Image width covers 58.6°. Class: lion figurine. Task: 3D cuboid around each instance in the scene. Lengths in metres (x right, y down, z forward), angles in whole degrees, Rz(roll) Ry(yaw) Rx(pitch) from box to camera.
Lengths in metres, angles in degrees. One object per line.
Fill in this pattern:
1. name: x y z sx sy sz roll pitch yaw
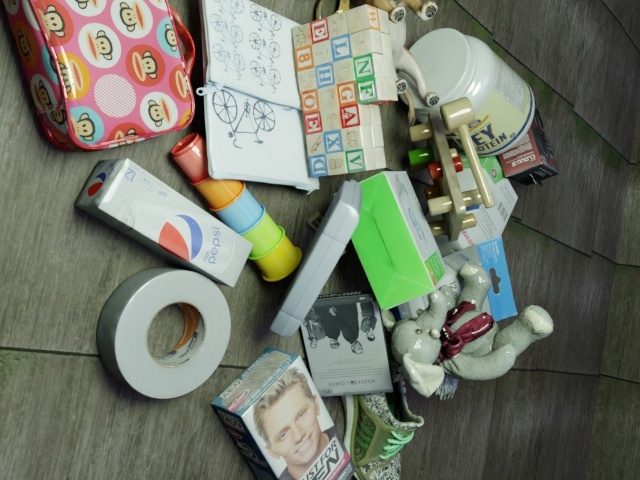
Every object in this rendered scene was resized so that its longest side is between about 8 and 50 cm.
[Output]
1. lion figurine: 0.152 -0.461 1.246 0.142 0.240 0.392 -19 138 -14

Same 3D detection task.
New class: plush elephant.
1. plush elephant: 0.265 0.202 1.240 0.256 0.271 0.329 17 113 -32

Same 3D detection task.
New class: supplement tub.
1. supplement tub: 0.368 -0.366 1.440 0.325 0.236 0.235 17 82 -44

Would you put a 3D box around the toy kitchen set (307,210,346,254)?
1. toy kitchen set: 0.000 0.000 1.238 0.068 0.083 0.075 -36 129 13

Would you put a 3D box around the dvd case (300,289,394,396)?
1. dvd case: 0.054 0.228 1.244 0.029 0.180 0.238 -60 141 -68

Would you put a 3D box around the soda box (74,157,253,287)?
1. soda box: -0.253 -0.023 0.962 0.286 0.098 0.091 39 68 -40

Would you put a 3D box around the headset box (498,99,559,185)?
1. headset box: 0.584 -0.294 1.657 0.218 0.110 0.292 4 69 -55

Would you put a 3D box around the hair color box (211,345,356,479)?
1. hair color box: -0.065 0.412 1.186 0.174 0.105 0.347 -42 121 -34

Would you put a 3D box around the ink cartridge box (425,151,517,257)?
1. ink cartridge box: 0.417 -0.075 1.597 0.211 0.122 0.289 48 62 -36

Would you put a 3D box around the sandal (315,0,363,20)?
1. sandal: 0.056 -0.503 1.249 0.180 0.049 0.072 -26 113 -41

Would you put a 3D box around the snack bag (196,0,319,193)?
1. snack bag: -0.102 -0.266 1.069 0.323 0.037 0.342 0 88 -55

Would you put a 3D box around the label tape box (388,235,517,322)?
1. label tape box: 0.356 0.169 1.463 0.348 0.115 0.249 -20 111 -7

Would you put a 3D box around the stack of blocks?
1. stack of blocks: 0.055 -0.281 1.117 0.087 0.171 0.296 -16 101 -56

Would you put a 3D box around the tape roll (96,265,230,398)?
1. tape roll: -0.265 0.156 0.986 0.219 0.072 0.219 -6 99 -45

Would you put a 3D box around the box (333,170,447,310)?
1. box: 0.159 -0.009 1.243 0.261 0.127 0.231 67 21 2

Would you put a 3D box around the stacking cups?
1. stacking cups: -0.150 -0.064 1.067 0.096 0.096 0.316 -51 125 -28

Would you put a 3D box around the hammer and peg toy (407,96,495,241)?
1. hammer and peg toy: 0.284 -0.152 1.302 0.361 0.128 0.265 59 19 -73

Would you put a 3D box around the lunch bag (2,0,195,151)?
1. lunch bag: -0.310 -0.293 0.862 0.258 0.120 0.292 -24 110 -41

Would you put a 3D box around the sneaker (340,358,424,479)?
1. sneaker: 0.158 0.445 1.354 0.158 0.182 0.409 -27 113 -40

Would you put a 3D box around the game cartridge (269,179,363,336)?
1. game cartridge: -0.005 0.037 1.085 0.294 0.060 0.196 -61 180 22
